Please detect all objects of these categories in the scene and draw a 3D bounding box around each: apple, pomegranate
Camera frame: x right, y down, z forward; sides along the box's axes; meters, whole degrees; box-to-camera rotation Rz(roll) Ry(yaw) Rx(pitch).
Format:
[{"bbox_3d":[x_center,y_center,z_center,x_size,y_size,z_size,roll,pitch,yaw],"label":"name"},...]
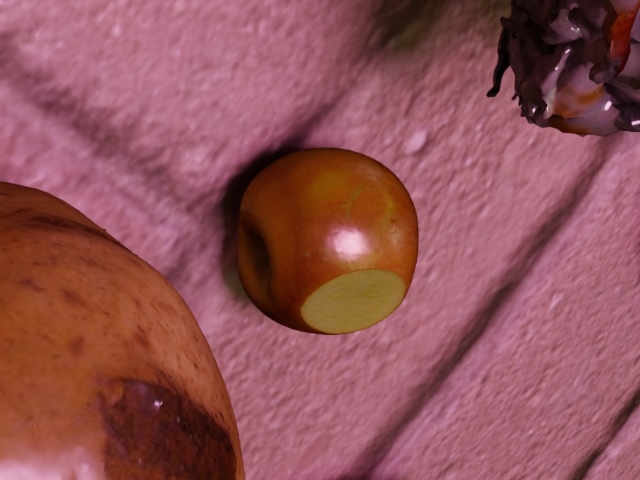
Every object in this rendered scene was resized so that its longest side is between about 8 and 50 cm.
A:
[{"bbox_3d":[0.000,0.000,0.738,0.102,0.099,0.114,0,141,-29],"label":"apple"},{"bbox_3d":[-0.167,0.106,0.549,0.281,0.281,0.281,-19,126,-28],"label":"pomegranate"}]

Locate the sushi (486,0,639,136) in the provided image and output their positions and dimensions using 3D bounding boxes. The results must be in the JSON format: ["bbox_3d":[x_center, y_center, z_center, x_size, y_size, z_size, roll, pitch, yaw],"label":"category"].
[{"bbox_3d":[0.190,-0.236,0.582,0.417,0.176,0.417,14,90,-84],"label":"sushi"}]
